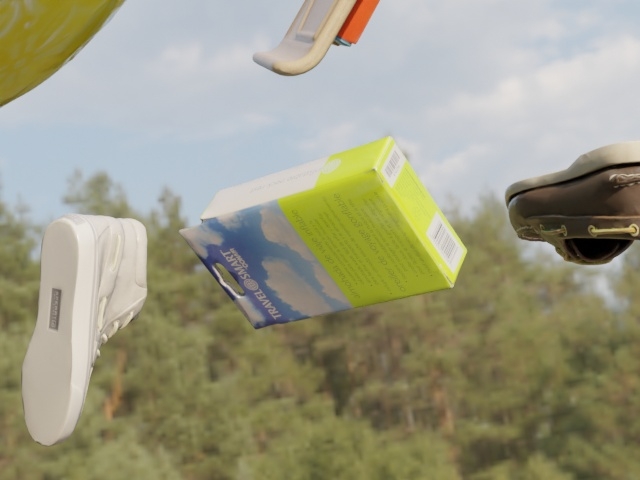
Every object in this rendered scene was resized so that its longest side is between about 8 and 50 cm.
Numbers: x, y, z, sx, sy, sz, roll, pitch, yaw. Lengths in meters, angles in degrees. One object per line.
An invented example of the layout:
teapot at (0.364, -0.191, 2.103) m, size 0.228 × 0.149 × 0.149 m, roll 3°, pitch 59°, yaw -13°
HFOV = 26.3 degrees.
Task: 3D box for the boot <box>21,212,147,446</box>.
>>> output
boot at (-0.249, 0.099, 1.518) m, size 0.095 × 0.258 × 0.123 m, roll 18°, pitch 12°, yaw 39°

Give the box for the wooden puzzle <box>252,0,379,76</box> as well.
wooden puzzle at (0.036, -0.225, 1.069) m, size 0.044 × 0.238 × 0.221 m, roll 34°, pitch 4°, yaw -12°

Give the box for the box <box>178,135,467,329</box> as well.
box at (0.000, 0.000, 0.964) m, size 0.178 × 0.042 × 0.109 m, roll -15°, pitch -57°, yaw 37°

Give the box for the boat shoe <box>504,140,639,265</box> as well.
boat shoe at (0.275, -0.026, 1.396) m, size 0.117 × 0.096 × 0.324 m, roll -2°, pitch -8°, yaw -16°

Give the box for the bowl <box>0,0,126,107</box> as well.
bowl at (-0.135, -0.155, 0.383) m, size 0.290 × 0.289 × 0.156 m, roll 0°, pitch 9°, yaw -36°
